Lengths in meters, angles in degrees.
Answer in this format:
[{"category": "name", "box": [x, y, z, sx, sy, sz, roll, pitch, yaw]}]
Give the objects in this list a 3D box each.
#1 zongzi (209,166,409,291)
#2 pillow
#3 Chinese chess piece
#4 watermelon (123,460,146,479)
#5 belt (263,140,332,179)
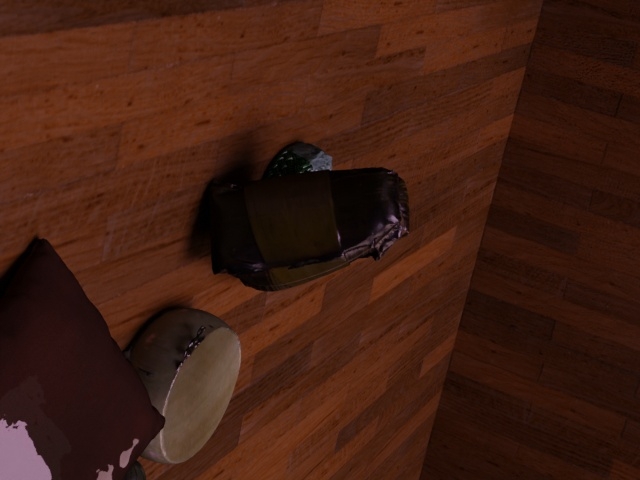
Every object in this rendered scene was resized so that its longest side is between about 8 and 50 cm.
[{"category": "zongzi", "box": [0.000, 0.000, 1.784, 0.317, 0.289, 0.154, 59, 26, -71]}, {"category": "pillow", "box": [-0.317, 0.201, 1.321, 0.308, 0.108, 0.305, -54, 129, -43]}, {"category": "Chinese chess piece", "box": [-0.206, 0.206, 1.703, 0.238, 0.092, 0.238, -49, 151, -40]}, {"category": "watermelon", "box": [-0.288, 0.359, 1.665, 0.111, 0.078, 0.078, -68, 158, -2]}, {"category": "belt", "box": [-0.030, -0.086, 1.881, 0.151, 0.079, 0.121, -54, 153, -35]}]
